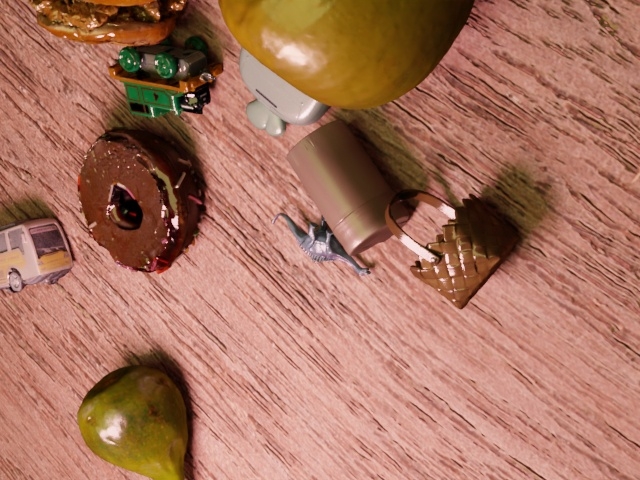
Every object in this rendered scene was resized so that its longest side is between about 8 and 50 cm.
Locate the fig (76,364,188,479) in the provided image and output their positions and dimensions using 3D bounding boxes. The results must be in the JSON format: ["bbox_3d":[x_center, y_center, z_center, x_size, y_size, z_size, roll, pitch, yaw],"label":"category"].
[{"bbox_3d":[-0.320,0.370,2.217,0.206,0.206,0.275,-22,105,43],"label":"fig"}]

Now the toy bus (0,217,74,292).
[{"bbox_3d":[-0.634,0.043,2.402,0.343,0.097,0.138,-14,90,43],"label":"toy bus"}]

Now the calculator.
[{"bbox_3d":[-0.042,-0.282,1.815,0.184,0.042,0.295,42,127,21],"label":"calculator"}]

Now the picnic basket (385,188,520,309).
[{"bbox_3d":[0.173,-0.009,1.676,0.178,0.128,0.137,40,127,10],"label":"picnic basket"}]

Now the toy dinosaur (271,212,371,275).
[{"bbox_3d":[0.000,0.000,1.883,0.197,0.045,0.080,29,133,25],"label":"toy dinosaur"}]

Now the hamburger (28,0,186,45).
[{"bbox_3d":[-0.351,-0.430,1.899,0.260,0.245,0.211,50,141,48],"label":"hamburger"}]

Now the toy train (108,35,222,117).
[{"bbox_3d":[-0.255,-0.266,1.973,0.228,0.091,0.136,16,126,34],"label":"toy train"}]

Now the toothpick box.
[{"bbox_3d":[0.041,-0.077,1.776,0.111,0.111,0.180,-42,77,41],"label":"toothpick box"}]

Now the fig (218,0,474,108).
[{"bbox_3d":[0.051,-0.345,1.539,0.343,0.343,0.343,15,115,35],"label":"fig"}]

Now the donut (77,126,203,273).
[{"bbox_3d":[-0.314,-0.072,2.084,0.270,0.103,0.269,18,118,37],"label":"donut"}]
